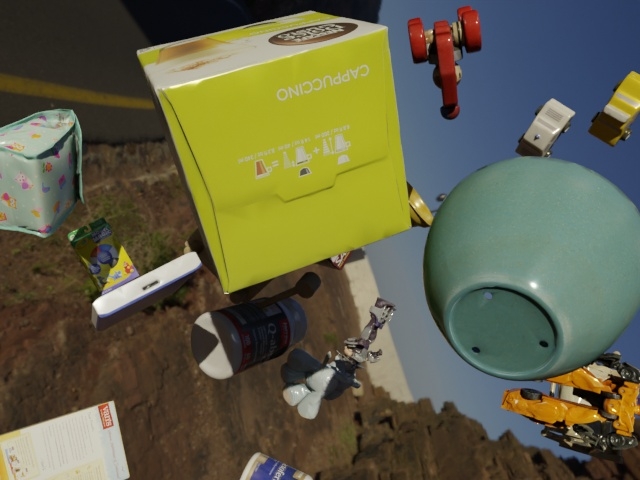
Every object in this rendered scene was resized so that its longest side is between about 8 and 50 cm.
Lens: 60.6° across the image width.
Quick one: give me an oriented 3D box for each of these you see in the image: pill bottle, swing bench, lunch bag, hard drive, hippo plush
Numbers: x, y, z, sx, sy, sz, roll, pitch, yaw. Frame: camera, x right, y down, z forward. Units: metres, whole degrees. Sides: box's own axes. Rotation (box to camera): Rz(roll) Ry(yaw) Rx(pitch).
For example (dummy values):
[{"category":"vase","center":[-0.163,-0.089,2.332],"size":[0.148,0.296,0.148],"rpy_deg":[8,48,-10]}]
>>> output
[{"category":"pill bottle","center":[-0.218,0.297,1.768],"size":[0.363,0.210,0.210],"rpy_deg":[-11,84,-53]},{"category":"swing bench","center":[0.733,0.445,1.496],"size":[0.255,0.165,0.253],"rpy_deg":[37,63,-46]},{"category":"lunch bag","center":[-0.644,-0.168,1.282],"size":[0.262,0.160,0.223],"rpy_deg":[-77,179,-58]},{"category":"pill bottle","center":[-0.113,0.782,1.700],"size":[0.153,0.265,0.153],"rpy_deg":[19,90,-76]},{"category":"hard drive","center":[-0.381,0.116,1.170],"size":[0.040,0.210,0.319],"rpy_deg":[61,-26,0]},{"category":"hippo plush","center":[0.010,0.486,2.019],"size":[0.234,0.294,0.236],"rpy_deg":[51,26,22]}]

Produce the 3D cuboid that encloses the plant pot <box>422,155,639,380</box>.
[{"category":"plant pot","center":[0.250,0.062,0.694],"size":[0.195,0.290,0.290],"rpy_deg":[-41,120,-50]}]

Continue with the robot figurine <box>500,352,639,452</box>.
[{"category":"robot figurine","center":[0.560,0.334,1.205],"size":[0.085,0.291,0.211],"rpy_deg":[4,95,-62]}]

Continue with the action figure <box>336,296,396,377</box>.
[{"category":"action figure","center":[0.157,0.333,1.850],"size":[0.285,0.099,0.185],"rpy_deg":[-61,148,-10]}]

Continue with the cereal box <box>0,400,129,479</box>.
[{"category":"cereal box","center":[-0.537,0.455,1.143],"size":[0.240,0.047,0.173],"rpy_deg":[-8,81,-41]}]

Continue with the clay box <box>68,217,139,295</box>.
[{"category":"clay box","center":[-0.671,0.047,1.689],"size":[0.222,0.127,0.053],"rpy_deg":[60,-20,-2]}]

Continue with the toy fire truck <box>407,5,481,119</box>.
[{"category":"toy fire truck","center":[0.330,-0.456,1.430],"size":[0.302,0.169,0.253],"rpy_deg":[-73,151,-61]}]

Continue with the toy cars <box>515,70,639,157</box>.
[{"category":"toy cars","center":[0.700,-0.316,1.488],"size":[0.087,0.394,0.176],"rpy_deg":[-24,98,-45]}]

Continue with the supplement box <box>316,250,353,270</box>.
[{"category":"supplement box","center":[0.000,0.000,1.607],"size":[0.073,0.130,0.239],"rpy_deg":[41,-16,-33]}]

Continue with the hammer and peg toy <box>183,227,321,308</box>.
[{"category":"hammer and peg toy","center":[-0.193,0.067,1.532],"size":[0.361,0.266,0.127],"rpy_deg":[46,32,-4]}]

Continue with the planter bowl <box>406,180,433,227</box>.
[{"category":"planter bowl","center":[0.289,-0.110,1.859],"size":[0.217,0.090,0.217],"rpy_deg":[45,22,-23]}]

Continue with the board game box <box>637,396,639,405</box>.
[{"category":"board game box","center":[0.795,0.497,1.119],"size":[0.056,0.208,0.346],"rpy_deg":[27,58,-42]}]

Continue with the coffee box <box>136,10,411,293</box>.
[{"category":"coffee box","center":[-0.082,-0.173,0.937],"size":[0.334,0.338,0.338],"rpy_deg":[-129,-156,-57]}]
